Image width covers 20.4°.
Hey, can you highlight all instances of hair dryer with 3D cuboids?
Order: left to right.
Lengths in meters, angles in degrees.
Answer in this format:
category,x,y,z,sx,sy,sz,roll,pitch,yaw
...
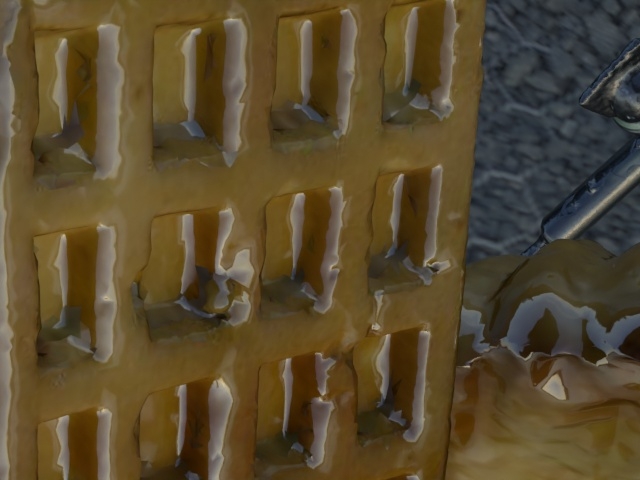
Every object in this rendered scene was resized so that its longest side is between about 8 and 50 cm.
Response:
category,x,y,z,sx,sy,sz,roll,pitch,yaw
hair dryer,0.235,-0.058,1.482,0.248,0.196,0.078,-47,50,27

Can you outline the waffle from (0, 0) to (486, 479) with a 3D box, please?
category,x,y,z,sx,sy,sz,roll,pitch,yaw
waffle,-0.053,0.052,0.624,0.098,0.224,0.327,20,113,47

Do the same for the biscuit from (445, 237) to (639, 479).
category,x,y,z,sx,sy,sz,roll,pitch,yaw
biscuit,0.175,0.099,0.857,0.326,0.325,0.107,9,61,23
